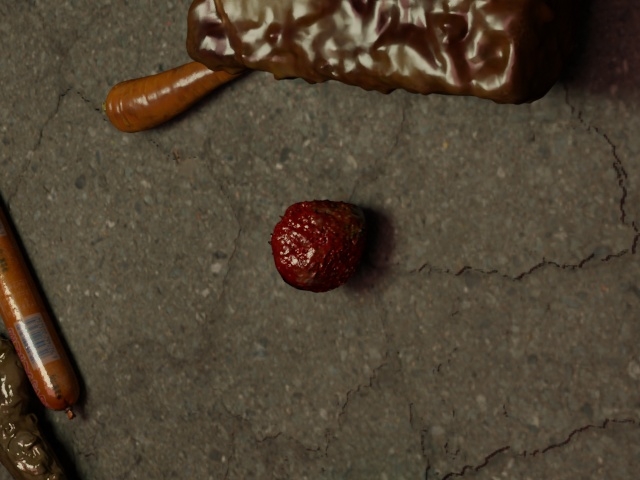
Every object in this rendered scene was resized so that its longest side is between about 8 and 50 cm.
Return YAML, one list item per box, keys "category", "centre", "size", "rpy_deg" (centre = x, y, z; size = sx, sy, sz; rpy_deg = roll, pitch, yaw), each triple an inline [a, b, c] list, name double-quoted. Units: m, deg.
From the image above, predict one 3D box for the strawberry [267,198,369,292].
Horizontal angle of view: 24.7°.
- category: "strawberry"
  centre: [0.001, 0.001, 1.471]
  size: [0.106, 0.106, 0.106]
  rpy_deg: [4, 96, 36]

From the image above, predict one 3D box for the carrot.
- category: "carrot"
  centre: [-0.138, -0.169, 1.591]
  size: [0.257, 0.061, 0.061]
  rpy_deg: [-15, 85, 31]

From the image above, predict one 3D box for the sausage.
- category: "sausage"
  centre: [-0.372, 0.062, 1.778]
  size: [0.053, 0.053, 0.348]
  rpy_deg: [-36, 73, 33]

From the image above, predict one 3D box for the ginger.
- category: "ginger"
  centre: [-0.377, 0.207, 1.786]
  size: [0.290, 0.084, 0.122]
  rpy_deg: [56, 159, 20]

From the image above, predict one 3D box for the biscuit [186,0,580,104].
- category: "biscuit"
  centre: [0.071, -0.305, 1.351]
  size: [0.395, 0.166, 0.342]
  rpy_deg: [14, 104, 36]
